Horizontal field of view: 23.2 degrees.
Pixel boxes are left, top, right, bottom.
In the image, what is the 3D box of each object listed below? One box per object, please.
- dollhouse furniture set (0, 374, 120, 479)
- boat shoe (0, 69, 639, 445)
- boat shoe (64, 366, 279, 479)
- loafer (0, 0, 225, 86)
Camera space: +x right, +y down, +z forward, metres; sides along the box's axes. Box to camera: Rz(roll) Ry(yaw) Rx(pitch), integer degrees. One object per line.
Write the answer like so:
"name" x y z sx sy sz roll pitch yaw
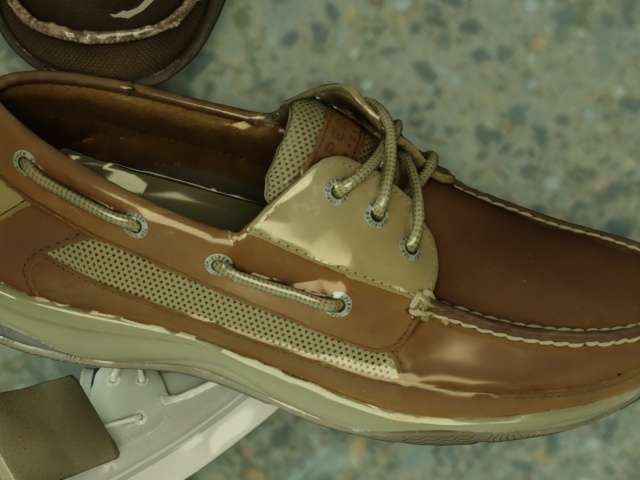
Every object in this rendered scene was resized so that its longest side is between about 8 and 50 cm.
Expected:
"dollhouse furniture set" -0.226 0.133 0.637 0.262 0.135 0.259 -33 82 13
"boat shoe" 0.000 0.000 0.656 0.324 0.123 0.116 7 127 -3
"boat shoe" -0.089 0.084 0.708 0.184 0.066 0.063 -30 94 9
"loafer" -0.097 -0.247 0.655 0.134 0.130 0.365 0 92 -2
